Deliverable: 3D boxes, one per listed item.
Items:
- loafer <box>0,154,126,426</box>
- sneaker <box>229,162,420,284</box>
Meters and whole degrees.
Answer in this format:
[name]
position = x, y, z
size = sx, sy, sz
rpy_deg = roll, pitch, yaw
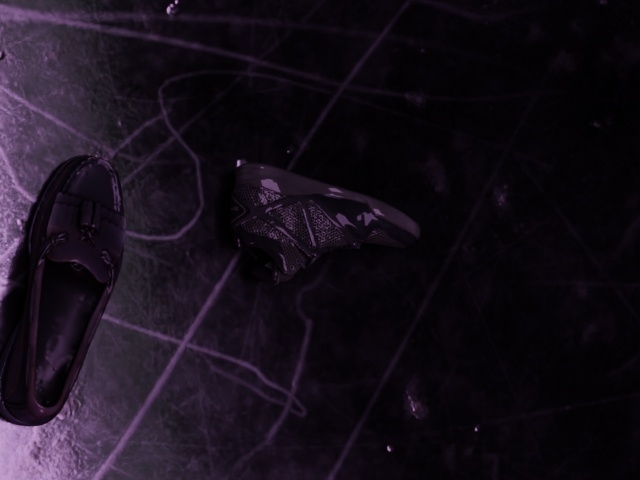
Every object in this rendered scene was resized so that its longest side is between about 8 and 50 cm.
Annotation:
[loafer]
position = -0.262, 0.051, 1.752
size = 0.109, 0.095, 0.302
rpy_deg = 19, 77, -23
[sneaker]
position = 0.000, 0.000, 1.888
size = 0.228, 0.087, 0.130
rpy_deg = 14, 81, -20
